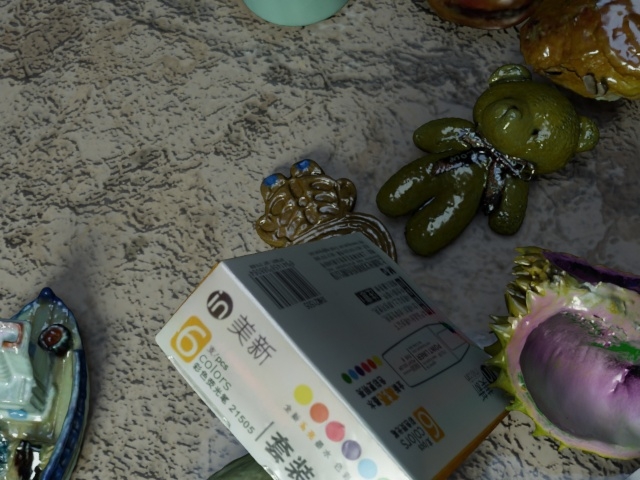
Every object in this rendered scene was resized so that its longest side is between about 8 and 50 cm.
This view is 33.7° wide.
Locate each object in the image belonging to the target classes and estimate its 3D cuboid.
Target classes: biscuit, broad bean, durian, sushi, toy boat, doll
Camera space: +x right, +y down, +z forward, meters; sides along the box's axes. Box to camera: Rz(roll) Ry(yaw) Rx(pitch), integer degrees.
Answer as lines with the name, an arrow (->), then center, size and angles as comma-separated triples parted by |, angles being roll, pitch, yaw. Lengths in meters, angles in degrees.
biscuit -> 0.000, 0.000, 1.019 | 0.124, 0.026, 0.175 | -27, 68, -5
broad bean -> 0.150, -0.319, 1.078 | 0.156, 0.122, 0.228 | -19, 71, 1
durian -> 0.253, 0.099, 0.884 | 0.260, 0.154, 0.186 | 29, 89, -8
sushi -> 0.337, -0.218, 0.994 | 0.296, 0.179, 0.167 | -34, 80, 2
toy boat -> -0.276, 0.157, 0.942 | 0.114, 0.115, 0.262 | 3, 69, 8
doll -> 0.152, -0.075, 0.997 | 0.209, 0.097, 0.137 | -42, 75, -4

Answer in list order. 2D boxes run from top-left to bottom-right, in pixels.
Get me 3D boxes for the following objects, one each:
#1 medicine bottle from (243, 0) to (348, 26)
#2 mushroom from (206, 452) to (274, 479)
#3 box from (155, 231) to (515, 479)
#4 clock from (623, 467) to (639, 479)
medicine bottle -> -0.035, -0.324, 1.046 | 0.139, 0.225, 0.139 | -2, 70, 6
mushroom -> -0.041, 0.303, 0.841 | 0.247, 0.130, 0.344 | 34, 77, 30
box -> 0.029, 0.103, 0.836 | 0.221, 0.274, 0.091 | 48, 112, 15
clock -> 0.239, 0.323, 0.767 | 0.309, 0.166, 0.235 | -36, 50, -5
